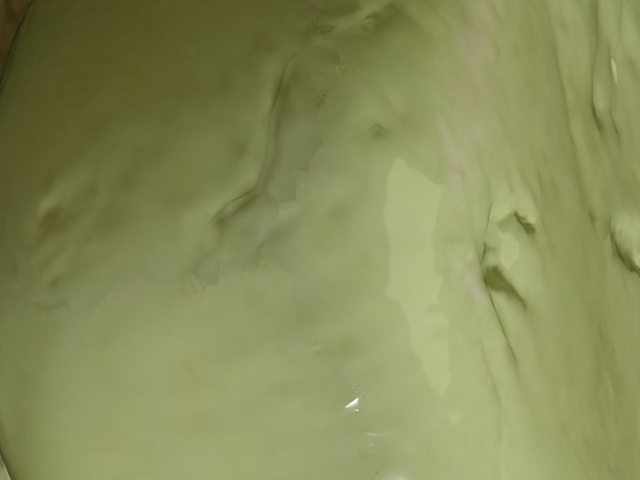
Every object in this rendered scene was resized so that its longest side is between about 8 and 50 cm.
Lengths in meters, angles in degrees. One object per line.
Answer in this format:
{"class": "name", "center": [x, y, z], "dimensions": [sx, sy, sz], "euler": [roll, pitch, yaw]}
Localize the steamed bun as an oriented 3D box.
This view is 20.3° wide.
{"class": "steamed bun", "center": [0.000, 0.000, 0.668], "dimensions": [0.334, 0.233, 0.312], "euler": [-51, 128, -56]}
